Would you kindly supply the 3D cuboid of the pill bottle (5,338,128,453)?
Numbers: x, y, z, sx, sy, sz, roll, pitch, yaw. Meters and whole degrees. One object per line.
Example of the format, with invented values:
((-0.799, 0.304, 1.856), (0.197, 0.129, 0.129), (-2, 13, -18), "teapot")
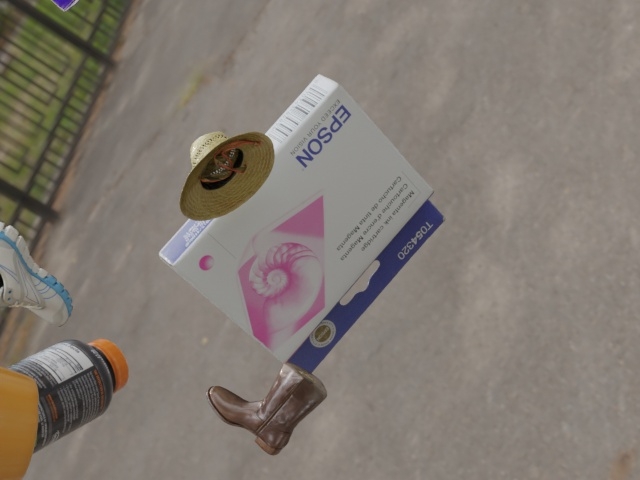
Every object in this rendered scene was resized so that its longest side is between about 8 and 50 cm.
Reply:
((-0.398, 0.228, 1.727), (0.130, 0.130, 0.245), (-37, -7, 40), "pill bottle")

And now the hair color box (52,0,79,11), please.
((-0.330, -0.415, 1.170), (0.110, 0.339, 0.185), (-36, 25, 33), "hair color box")

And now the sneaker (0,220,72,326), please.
((-0.389, 0.062, 1.482), (0.071, 0.191, 0.083), (-2, 51, 29), "sneaker")

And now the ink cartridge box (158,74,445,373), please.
((0.000, 0.000, 1.600), (0.324, 0.330, 0.071), (-49, 34, -4), "ink cartridge box")

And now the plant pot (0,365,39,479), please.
((-0.439, 0.212, 1.368), (0.205, 0.187, 0.205), (-32, 53, 56), "plant pot")

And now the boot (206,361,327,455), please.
((-0.056, 0.156, 1.205), (0.114, 0.106, 0.037), (-57, -6, 37), "boot")

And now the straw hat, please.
((-0.125, -0.096, 1.400), (0.144, 0.144, 0.061), (-49, 63, 19), "straw hat")
